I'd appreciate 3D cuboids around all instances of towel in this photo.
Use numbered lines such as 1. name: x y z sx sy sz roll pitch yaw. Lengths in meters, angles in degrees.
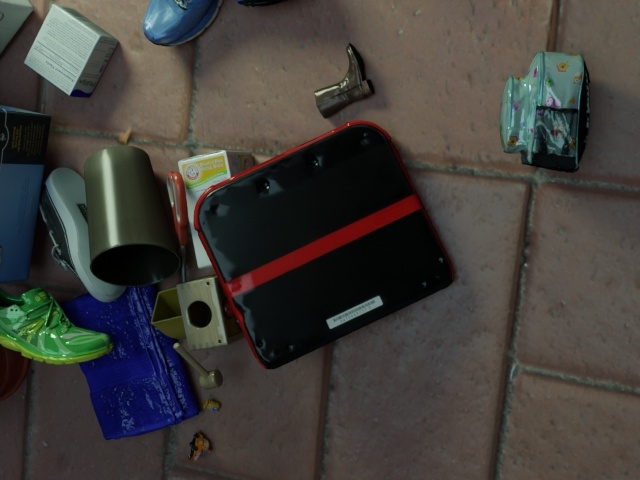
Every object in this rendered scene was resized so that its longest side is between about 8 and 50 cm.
1. towel: -0.389 0.237 1.893 0.228 0.076 0.308 -20 88 19

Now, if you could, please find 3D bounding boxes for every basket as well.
1. basket: -0.367 -0.052 1.791 0.154 0.204 0.226 -21 67 11

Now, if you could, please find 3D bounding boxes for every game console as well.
1. game console: 0.000 0.000 1.680 0.387 0.060 0.342 -25 92 -1

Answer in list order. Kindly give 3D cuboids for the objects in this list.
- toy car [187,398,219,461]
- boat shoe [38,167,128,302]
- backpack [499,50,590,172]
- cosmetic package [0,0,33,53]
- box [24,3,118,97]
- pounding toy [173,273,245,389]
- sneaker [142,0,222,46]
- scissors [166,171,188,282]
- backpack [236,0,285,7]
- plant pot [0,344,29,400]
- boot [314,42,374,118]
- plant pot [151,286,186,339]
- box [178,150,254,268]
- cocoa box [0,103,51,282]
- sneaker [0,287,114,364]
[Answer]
1. toy car: -0.223 0.377 1.860 0.041 0.060 0.122 18 110 -15
2. boat shoe: -0.481 0.005 1.871 0.105 0.113 0.306 -45 68 33
3. backpack: 0.364 -0.213 1.536 0.144 0.166 0.188 13 97 9
4. cosmetic package: -0.866 -0.438 1.863 0.327 0.329 0.393 47 108 13
5. box: -0.492 -0.373 1.876 0.126 0.072 0.137 36 105 13
6. pounding toy: -0.192 0.170 1.760 0.094 0.181 0.206 -11 91 20
7. sneaker: -0.227 -0.499 1.731 0.130 0.147 0.330 44 108 11
8. scissors: -0.261 0.009 1.785 0.021 0.109 0.297 -10 111 -20
9. backpack: -0.096 -0.475 1.714 0.120 0.098 0.101 -9 93 29
10. plant pot: -0.769 0.258 1.900 0.273 0.265 0.272 2 105 9
11. boot: 0.029 -0.288 1.720 0.114 0.037 0.106 -22 85 25
12. plant pot: -0.265 0.146 1.833 0.082 0.081 0.083 -15 133 21
13. box: -0.178 -0.060 1.770 0.103 0.114 0.203 -11 91 22
14. cocoa box: -0.703 -0.103 1.847 0.231 0.228 0.347 14 99 25
15. sneaker: -0.543 0.160 1.839 0.296 0.109 0.123 16 101 7
